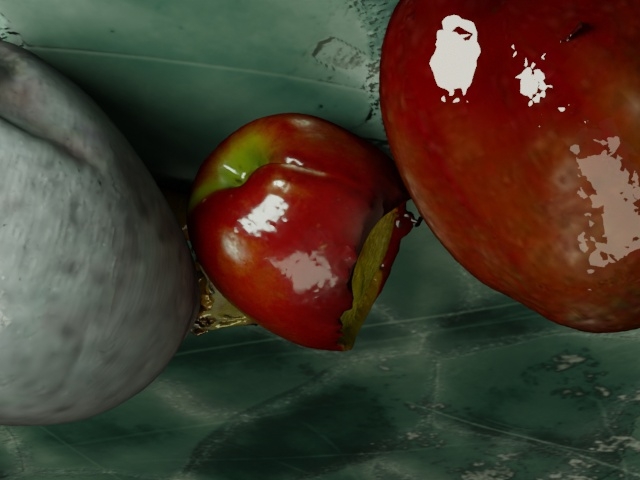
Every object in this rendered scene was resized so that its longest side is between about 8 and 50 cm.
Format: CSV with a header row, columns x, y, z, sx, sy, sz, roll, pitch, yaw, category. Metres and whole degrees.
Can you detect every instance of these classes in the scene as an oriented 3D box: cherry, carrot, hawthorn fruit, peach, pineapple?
x,y,z,sx,sy,sz,roll,pitch,yaw,category
-0.251,0.002,1.098,0.335,0.291,0.326,32,159,-6,cherry
-0.140,-0.028,1.281,0.139,0.048,0.048,18,144,-5,carrot
0.179,-0.086,0.984,0.311,0.295,0.295,29,139,-13,hawthorn fruit
0.000,0.000,1.188,0.196,0.190,0.226,-32,127,22,peach
-0.072,0.043,1.360,0.116,0.069,0.137,22,140,-24,pineapple
